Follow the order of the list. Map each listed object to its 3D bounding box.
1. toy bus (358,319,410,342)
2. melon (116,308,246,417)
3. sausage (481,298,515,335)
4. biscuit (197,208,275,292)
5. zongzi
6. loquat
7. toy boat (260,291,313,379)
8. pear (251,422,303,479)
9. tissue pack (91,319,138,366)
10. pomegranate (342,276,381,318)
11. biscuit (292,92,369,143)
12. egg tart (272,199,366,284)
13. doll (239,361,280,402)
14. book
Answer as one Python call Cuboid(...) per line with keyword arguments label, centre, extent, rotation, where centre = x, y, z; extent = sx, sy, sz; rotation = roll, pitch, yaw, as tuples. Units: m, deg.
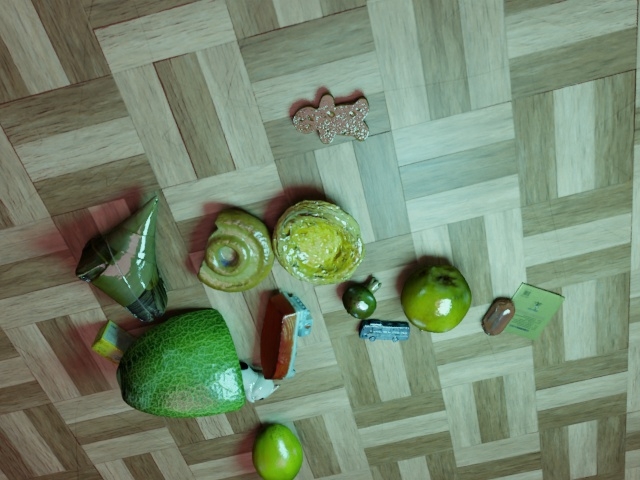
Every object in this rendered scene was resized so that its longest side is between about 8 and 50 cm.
Cuboid(label="toy bus", centre=(0.210, 0.297, 1.878), extent=(0.166, 0.047, 0.065), rotation=(4, 114, -7))
Cuboid(label="melon", centre=(-0.441, 0.404, 1.759), extent=(0.344, 0.226, 0.330), rotation=(-14, 83, -25))
Cuboid(label="sausage", centre=(0.582, 0.251, 1.860), extent=(0.076, 0.076, 0.141), rotation=(17, 116, -12))
Cuboid(label="biscuit", centre=(-0.241, 0.042, 1.683), extent=(0.214, 0.091, 0.274), rotation=(13, 115, -9))
Cuboid(label="zongzi", centre=(-0.494, 0.060, 1.653), extent=(0.318, 0.154, 0.289), rotation=(-37, 123, 10))
Cuboid(label="loquat", centre=(0.350, 0.195, 1.748), extent=(0.214, 0.213, 0.245), rotation=(7, 129, -7))
Cuboid(label="toy boat", centre=(-0.108, 0.325, 1.831), extent=(0.133, 0.145, 0.331), rotation=(-8, 125, -31))
Cuboid(label="pear", centre=(-0.159, 0.759, 2.050), extent=(0.188, 0.187, 0.219), rotation=(-16, 105, 6))
Cuboid(label="tissue pack", centre=(-0.637, 0.349, 1.829), extent=(0.062, 0.095, 0.176), rotation=(-40, 115, 19))
Cuboid(label="pomegranate", centre=(0.135, 0.177, 1.775), extent=(0.142, 0.114, 0.114), rotation=(-46, 114, -6))
Cuboid(label="biscuit", centre=(0.028, -0.327, 1.524), extent=(0.205, 0.031, 0.138), rotation=(-4, 119, -2))
Cuboid(label="egg tart", centre=(0.000, 0.000, 1.669), extent=(0.291, 0.107, 0.290), rotation=(1, 120, 2))
Cuboid(label="doll", centre=(-0.243, 0.479, 1.920), extent=(0.181, 0.110, 0.106), rotation=(33, 73, -18))
Cuboid(label="book", centre=(0.694, 0.240, 1.892), extent=(0.168, 0.013, 0.192), rotation=(18, 117, -13))
